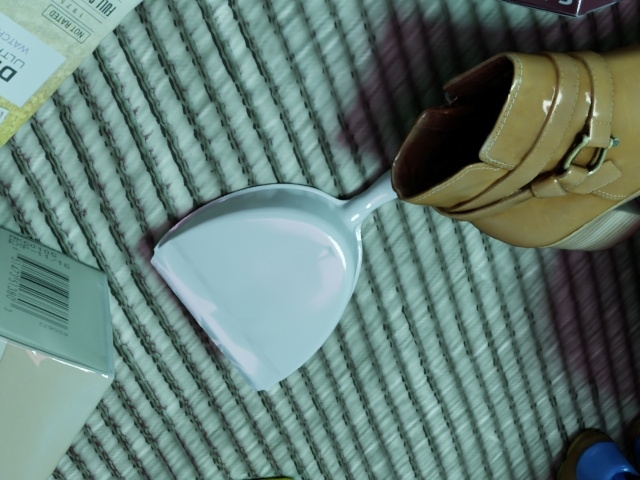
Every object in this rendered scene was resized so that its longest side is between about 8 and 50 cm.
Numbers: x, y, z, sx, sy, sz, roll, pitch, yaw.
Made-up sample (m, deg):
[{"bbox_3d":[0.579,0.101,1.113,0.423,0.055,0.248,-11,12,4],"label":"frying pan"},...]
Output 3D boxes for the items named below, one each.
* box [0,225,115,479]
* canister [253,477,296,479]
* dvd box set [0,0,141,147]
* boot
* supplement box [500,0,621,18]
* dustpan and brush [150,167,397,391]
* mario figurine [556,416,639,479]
[{"bbox_3d":[-0.274,0.151,0.653,0.121,0.148,0.311,27,109,-26],"label":"box"},{"bbox_3d":[-0.067,0.299,0.826,0.126,0.073,0.169,-3,116,-14],"label":"canister"},{"bbox_3d":[-0.335,-0.084,0.500,0.420,0.062,0.308,-44,142,10],"label":"dvd box set"},{"bbox_3d":[0.194,-0.106,0.634,0.220,0.109,0.283,11,135,-38],"label":"boot"},{"bbox_3d":[0.172,-0.266,0.563,0.130,0.073,0.239,-27,130,-48],"label":"supplement box"},{"bbox_3d":[0.000,0.000,0.706,0.211,0.060,0.147,-32,108,10],"label":"dustpan and brush"},{"bbox_3d":[0.323,0.301,0.789,0.198,0.320,0.170,-43,119,10],"label":"mario figurine"}]
